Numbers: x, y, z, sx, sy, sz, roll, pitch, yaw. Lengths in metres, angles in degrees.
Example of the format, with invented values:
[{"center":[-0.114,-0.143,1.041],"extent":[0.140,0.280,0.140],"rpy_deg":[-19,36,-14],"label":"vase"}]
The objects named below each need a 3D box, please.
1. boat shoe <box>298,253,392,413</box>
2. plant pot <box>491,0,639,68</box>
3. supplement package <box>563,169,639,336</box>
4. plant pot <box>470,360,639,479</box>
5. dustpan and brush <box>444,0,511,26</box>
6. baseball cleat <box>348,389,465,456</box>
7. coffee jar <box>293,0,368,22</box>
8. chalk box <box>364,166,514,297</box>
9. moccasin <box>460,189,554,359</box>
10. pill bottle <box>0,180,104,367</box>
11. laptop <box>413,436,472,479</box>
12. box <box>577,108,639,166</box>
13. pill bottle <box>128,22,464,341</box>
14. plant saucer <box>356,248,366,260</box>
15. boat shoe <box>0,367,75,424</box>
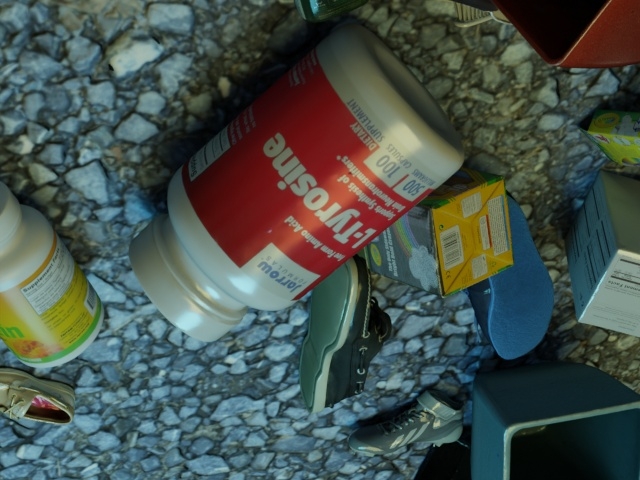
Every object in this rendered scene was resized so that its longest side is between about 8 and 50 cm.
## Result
[{"center":[0.049,0.136,1.811],"extent":[0.113,0.127,0.340],"rpy_deg":[-6,134,-17],"label":"boat shoe"},{"center":[0.345,-0.355,1.396],"extent":[0.236,0.267,0.267],"rpy_deg":[8,129,-44],"label":"plant pot"},{"center":[0.516,0.038,1.791],"extent":[0.262,0.204,0.145],"rpy_deg":[15,126,-7],"label":"supplement package"},{"center":[0.365,0.326,1.997],"extent":[0.247,0.252,0.247],"rpy_deg":[-8,114,-13],"label":"plant pot"},{"center":[0.220,-0.291,1.506],"extent":[0.211,0.147,0.060],"rpy_deg":[-22,125,-37],"label":"dustpan and brush"},{"center":[0.146,0.303,2.053],"extent":[0.206,0.072,0.109],"rpy_deg":[-6,119,-22],"label":"baseball cleat"},{"center":[-0.008,-0.345,1.380],"extent":[0.096,0.079,0.184],"rpy_deg":[-20,136,3],"label":"coffee jar"},{"center":[0.139,-0.025,1.647],"extent":[0.132,0.213,0.132],"rpy_deg":[-22,114,-29],"label":"chalk box"},{"center":[0.267,0.029,1.808],"extent":[0.138,0.117,0.342],"rpy_deg":[-26,131,-14],"label":"moccasin"},{"center":[-0.387,0.041,1.553],"extent":[0.136,0.136,0.245],"rpy_deg":[-23,135,1],"label":"pill bottle"},{"center":[0.317,0.449,2.220],"extent":[0.264,0.136,0.234],"rpy_deg":[29,126,11],"label":"laptop"},{"center":[0.458,-0.138,1.705],"extent":[0.105,0.179,0.043],"rpy_deg":[35,74,-41],"label":"box"},{"center":[-0.040,-0.060,1.525],"extent":[0.408,0.229,0.229],"rpy_deg":[-40,132,17],"label":"pill bottle"},{"center":[0.000,0.000,1.744],"extent":[0.192,0.018,0.067],"rpy_deg":[11,126,-30],"label":"plant saucer"},{"center":[-0.433,0.231,1.764],"extent":[0.170,0.059,0.063],"rpy_deg":[15,124,-31],"label":"boat shoe"}]
